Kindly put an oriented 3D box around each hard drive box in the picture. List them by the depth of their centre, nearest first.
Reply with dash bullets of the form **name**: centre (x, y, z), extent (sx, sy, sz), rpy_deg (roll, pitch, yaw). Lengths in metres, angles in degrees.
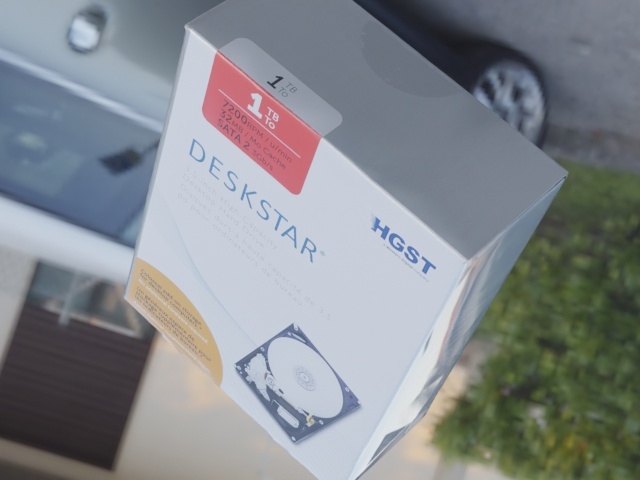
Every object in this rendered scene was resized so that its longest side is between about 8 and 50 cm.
- **hard drive box**: centre (0.000, 0.000, 0.745), extent (0.181, 0.089, 0.232), rpy_deg (40, 142, 16)
